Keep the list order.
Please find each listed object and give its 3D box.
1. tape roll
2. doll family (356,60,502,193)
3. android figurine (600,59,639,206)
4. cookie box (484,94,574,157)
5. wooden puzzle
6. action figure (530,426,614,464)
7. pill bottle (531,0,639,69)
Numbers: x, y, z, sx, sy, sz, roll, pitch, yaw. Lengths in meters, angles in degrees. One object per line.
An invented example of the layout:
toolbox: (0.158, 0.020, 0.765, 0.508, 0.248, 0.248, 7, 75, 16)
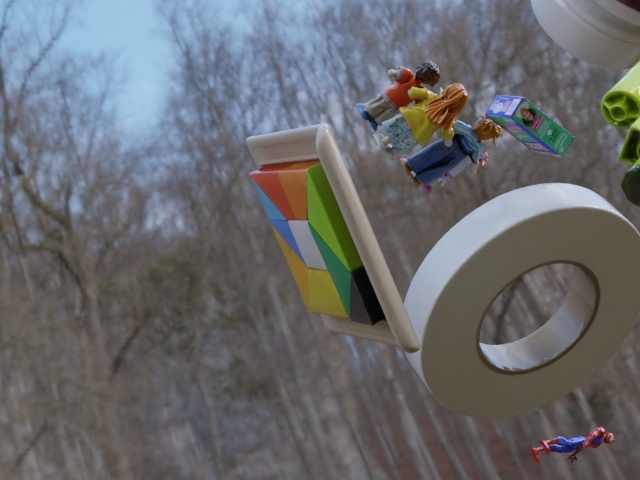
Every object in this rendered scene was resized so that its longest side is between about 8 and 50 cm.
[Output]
tape roll: (0.306, 0.097, 1.790, 0.392, 0.072, 0.392, -13, -53, -18)
doll family: (0.191, -0.162, 1.882, 0.163, 0.118, 0.263, -33, -51, 15)
android figurine: (0.391, -0.095, 1.121, 0.273, 0.248, 0.056, -40, -28, -39)
cookie box: (0.314, -0.173, 1.817, 0.107, 0.092, 0.040, 33, -92, -19)
wooden puzzle: (0.000, 0.000, 1.158, 0.044, 0.221, 0.239, -26, 11, -15)
action figure: (0.306, 0.244, 1.438, 0.115, 0.030, 0.038, -8, -35, -31)
pill bottle: (0.453, -0.424, 1.586, 0.224, 0.224, 0.392, -4, -33, -29)
